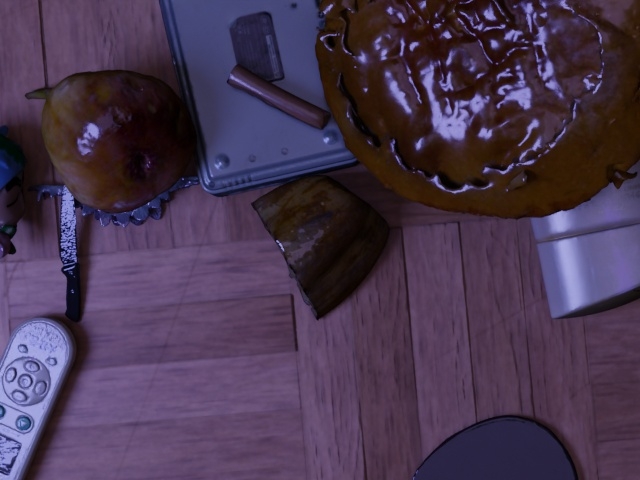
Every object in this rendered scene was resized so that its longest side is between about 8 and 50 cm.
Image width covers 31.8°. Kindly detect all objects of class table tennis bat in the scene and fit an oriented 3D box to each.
[{"bbox_3d":[0.158,0.325,1.280,0.301,0.022,0.173,-36,89,0],"label":"table tennis bat"}]

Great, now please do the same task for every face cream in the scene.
[{"bbox_3d":[0.308,-0.097,1.253,0.173,0.081,0.349,-12,88,8],"label":"face cream"}]

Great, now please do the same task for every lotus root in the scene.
[{"bbox_3d":[0.002,-0.003,1.252,0.135,0.095,0.159,-42,105,-1],"label":"lotus root"}]

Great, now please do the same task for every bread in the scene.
[{"bbox_3d":[0.181,-0.197,1.142,0.358,0.204,0.337,15,103,24],"label":"bread"}]

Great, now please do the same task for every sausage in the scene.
[{"bbox_3d":[-0.044,-0.152,1.198,0.116,0.026,0.026,27,90,1],"label":"sausage"}]

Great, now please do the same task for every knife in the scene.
[{"bbox_3d":[-0.288,0.012,1.288,0.023,0.010,0.170,3,103,6],"label":"knife"}]

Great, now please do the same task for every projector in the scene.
[{"bbox_3d":[-0.065,-0.193,1.260,0.192,0.099,0.257,-13,89,0],"label":"projector"}]

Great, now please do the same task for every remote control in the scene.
[{"bbox_3d":[-0.347,0.192,1.290,0.078,0.042,0.221,23,91,1],"label":"remote control"}]

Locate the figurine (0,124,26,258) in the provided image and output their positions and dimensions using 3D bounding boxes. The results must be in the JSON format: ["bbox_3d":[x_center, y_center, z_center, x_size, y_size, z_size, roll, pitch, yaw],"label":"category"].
[{"bbox_3d":[-0.396,-0.038,1.271,0.178,0.114,0.144,-34,95,12],"label":"figurine"}]

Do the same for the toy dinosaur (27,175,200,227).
[{"bbox_3d":[-0.241,-0.056,1.292,0.208,0.039,0.082,-1,92,6],"label":"toy dinosaur"}]

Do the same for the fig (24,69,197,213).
[{"bbox_3d":[-0.253,-0.129,1.230,0.257,0.159,0.159,27,90,41],"label":"fig"}]
